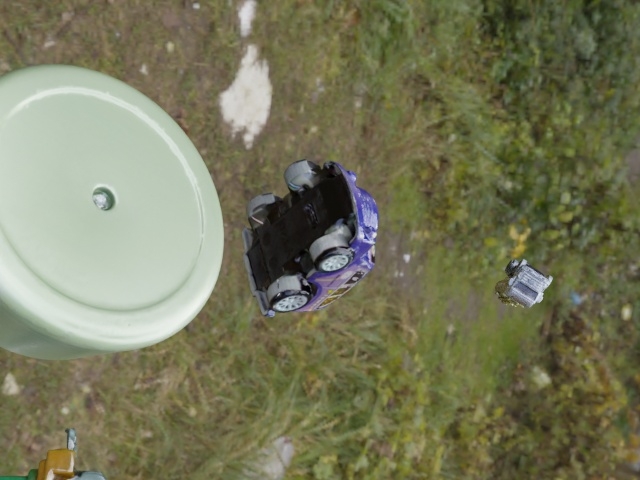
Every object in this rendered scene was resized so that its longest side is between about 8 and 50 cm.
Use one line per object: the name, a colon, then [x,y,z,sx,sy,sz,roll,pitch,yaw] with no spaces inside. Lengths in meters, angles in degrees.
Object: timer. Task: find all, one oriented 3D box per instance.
timer: [-0.306,0.010,0.885,0.291,0.315,0.290,22,56,-37]

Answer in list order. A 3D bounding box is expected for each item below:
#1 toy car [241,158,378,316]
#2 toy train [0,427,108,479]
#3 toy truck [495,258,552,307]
toy car: [0.000,0.000,1.237,0.158,0.235,0.172,11,50,-43]
toy train: [-0.375,0.441,1.019,0.178,0.249,0.429,122,-28,-58]
toy truck: [0.287,0.066,1.197,0.062,0.052,0.123,-57,177,-1]
